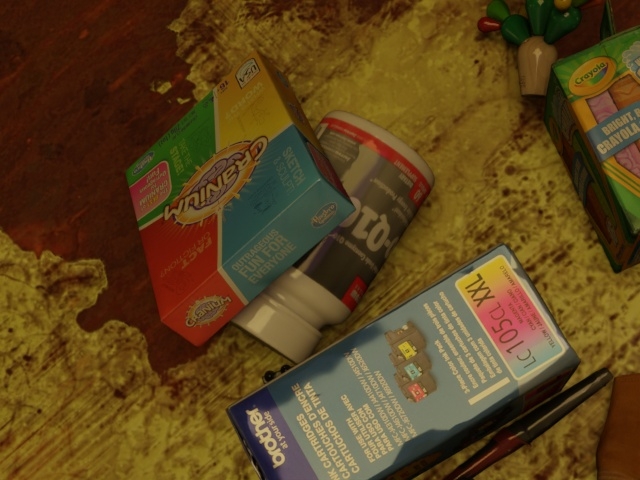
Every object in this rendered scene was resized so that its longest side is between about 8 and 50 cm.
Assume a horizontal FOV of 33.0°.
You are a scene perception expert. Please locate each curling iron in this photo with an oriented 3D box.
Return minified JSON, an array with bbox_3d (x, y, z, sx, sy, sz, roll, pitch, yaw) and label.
[{"bbox_3d":[0.232,0.239,1.256,0.274,0.035,0.068,-37,34,-6],"label":"curling iron"}]

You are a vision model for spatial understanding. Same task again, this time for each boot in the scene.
[{"bbox_3d":[0.441,0.237,1.151,0.295,0.104,0.211,3,61,31],"label":"boot"}]

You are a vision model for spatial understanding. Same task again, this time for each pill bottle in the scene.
[{"bbox_3d":[0.000,0.000,1.303,0.161,0.161,0.283,31,82,16],"label":"pill bottle"}]

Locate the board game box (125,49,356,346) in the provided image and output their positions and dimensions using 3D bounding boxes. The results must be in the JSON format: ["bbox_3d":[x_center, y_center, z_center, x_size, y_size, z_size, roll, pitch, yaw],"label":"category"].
[{"bbox_3d":[-0.107,-0.061,1.276,0.242,0.064,0.316,-41,37,12],"label":"board game box"}]

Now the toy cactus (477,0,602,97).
[{"bbox_3d":[0.265,-0.268,1.326,0.219,0.112,0.180,3,89,54],"label":"toy cactus"}]

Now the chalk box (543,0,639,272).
[{"bbox_3d":[0.376,-0.140,1.271,0.179,0.180,0.288,-23,70,2],"label":"chalk box"}]

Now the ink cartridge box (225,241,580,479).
[{"bbox_3d":[0.068,0.188,1.178,0.396,0.270,0.151,-29,73,1],"label":"ink cartridge box"}]

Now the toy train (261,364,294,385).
[{"bbox_3d":[0.005,0.156,1.327,0.158,0.027,0.036,-20,75,4],"label":"toy train"}]
